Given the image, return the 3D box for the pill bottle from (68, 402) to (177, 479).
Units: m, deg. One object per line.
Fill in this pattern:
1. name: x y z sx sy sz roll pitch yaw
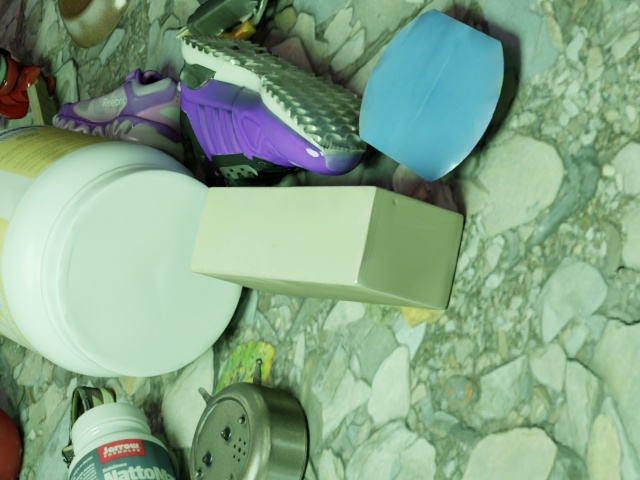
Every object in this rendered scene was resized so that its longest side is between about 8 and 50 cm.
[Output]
1. pill bottle: -0.196 0.255 1.518 0.108 0.108 0.180 -54 39 27

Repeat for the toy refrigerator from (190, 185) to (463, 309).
1. toy refrigerator: 0.000 0.000 1.354 0.269 0.102 0.094 1 78 55

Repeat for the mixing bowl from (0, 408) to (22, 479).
1. mixing bowl: -0.430 0.267 1.851 0.181 0.098 0.181 -26 57 48

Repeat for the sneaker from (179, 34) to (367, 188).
1. sneaker: -0.053 -0.097 1.484 0.293 0.102 0.146 38 121 50

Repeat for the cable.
1. cable: -0.050 -0.266 1.604 0.287 0.072 0.139 -25 38 33

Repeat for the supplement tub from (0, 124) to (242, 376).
1. supplement tub: -0.249 0.009 1.578 0.331 0.241 0.241 16 89 56

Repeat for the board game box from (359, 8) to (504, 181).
1. board game box: 0.106 -0.125 1.320 0.168 0.033 0.133 37 102 49

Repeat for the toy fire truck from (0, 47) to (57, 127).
1. toy fire truck: -0.445 -0.208 1.990 0.246 0.217 0.158 1 76 40

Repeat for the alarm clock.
1. alarm clock: -0.065 0.211 1.397 0.129 0.064 0.192 -53 42 27

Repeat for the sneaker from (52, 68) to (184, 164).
1. sneaker: -0.222 -0.148 1.748 0.236 0.095 0.104 10 78 51

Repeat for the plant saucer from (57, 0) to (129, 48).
1. plant saucer: -0.297 -0.352 1.979 0.198 0.036 0.198 -25 57 47

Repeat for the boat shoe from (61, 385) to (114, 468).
1. boat shoe: -0.264 0.236 1.673 0.056 0.049 0.152 -24 57 48
